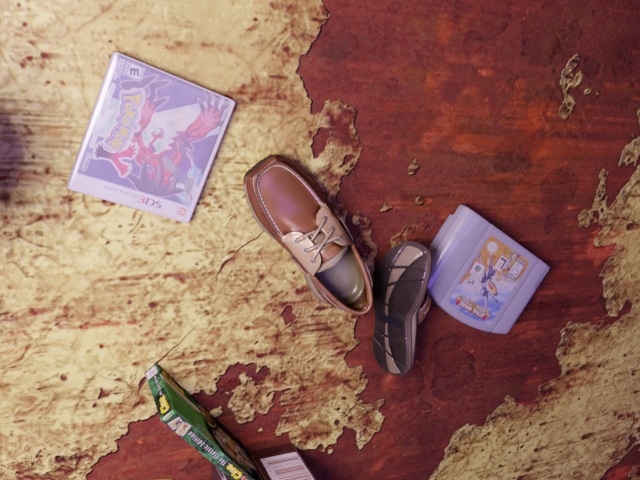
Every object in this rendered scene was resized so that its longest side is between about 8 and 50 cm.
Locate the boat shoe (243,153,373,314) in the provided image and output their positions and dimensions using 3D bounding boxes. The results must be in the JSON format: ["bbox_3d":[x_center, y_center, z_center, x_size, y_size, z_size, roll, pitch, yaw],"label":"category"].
[{"bbox_3d":[0.000,0.000,1.016,0.122,0.120,0.324,-41,123,-7],"label":"boat shoe"}]

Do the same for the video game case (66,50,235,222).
[{"bbox_3d":[-0.240,-0.141,0.892,0.183,0.023,0.201,17,101,-32],"label":"video game case"}]

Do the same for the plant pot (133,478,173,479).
[{"bbox_3d":[-0.295,0.477,1.079,0.081,0.083,0.081,10,104,-30],"label":"plant pot"}]

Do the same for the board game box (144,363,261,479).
[{"bbox_3d":[-0.191,0.323,1.040,0.030,0.136,0.259,-39,122,-5],"label":"board game box"}]

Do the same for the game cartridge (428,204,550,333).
[{"bbox_3d":[0.328,0.076,1.260,0.297,0.062,0.198,29,91,-33],"label":"game cartridge"}]

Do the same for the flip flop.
[{"bbox_3d":[0.162,0.126,1.168,0.080,0.112,0.277,-19,120,-40],"label":"flip flop"}]

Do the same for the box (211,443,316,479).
[{"bbox_3d":[-0.103,0.520,1.145,0.167,0.168,0.203,-2,110,-28],"label":"box"}]
